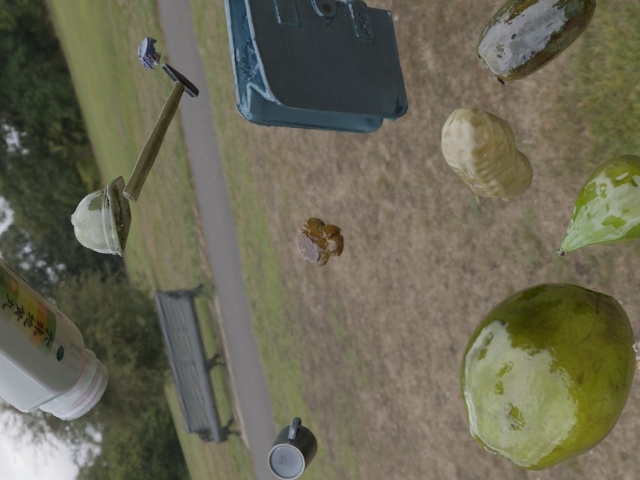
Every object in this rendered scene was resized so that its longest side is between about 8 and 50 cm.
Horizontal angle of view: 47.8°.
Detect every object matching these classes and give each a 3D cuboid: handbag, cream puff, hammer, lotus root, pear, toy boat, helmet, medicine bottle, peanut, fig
[{"bbox_3d":[0.001,-0.226,0.879,0.062,0.229,0.179,-20,75,50],"label":"handbag"},{"bbox_3d":[0.000,0.000,1.703,0.122,0.094,0.116,-10,114,59],"label":"cream puff"},{"bbox_3d":[-0.204,-0.134,0.895,0.013,0.199,0.062,-13,139,38],"label":"hammer"},{"bbox_3d":[0.467,-0.465,1.557,0.160,0.275,0.152,45,-164,-12],"label":"lotus root"},{"bbox_3d":[0.470,0.274,1.535,0.352,0.413,0.352,31,171,5],"label":"pear"},{"bbox_3d":[-0.287,-0.313,1.219,0.038,0.038,0.083,91,171,-46],"label":"toy boat"},{"bbox_3d":[-0.614,-0.060,2.000,0.257,0.137,0.204,-103,9,-58],"label":"helmet"},{"bbox_3d":[-0.463,0.147,1.096,0.324,0.124,0.179,59,-174,-39],"label":"medicine bottle"},{"bbox_3d":[0.446,-0.224,1.916,0.169,0.387,0.192,-4,63,36],"label":"peanut"},{"bbox_3d":[0.770,-0.066,1.848,0.314,0.233,0.233,-62,22,0],"label":"fig"}]

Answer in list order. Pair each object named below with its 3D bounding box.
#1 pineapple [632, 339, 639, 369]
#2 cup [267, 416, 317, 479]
[{"bbox_3d":[0.486,0.144,0.964,0.069,0.116,0.137,-137,50,-64],"label":"pineapple"},{"bbox_3d":[-0.050,0.365,1.275,0.077,0.078,0.100,-29,-56,-76],"label":"cup"}]
